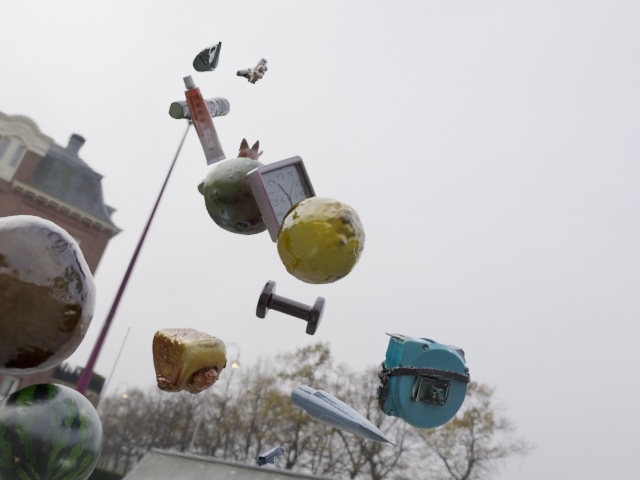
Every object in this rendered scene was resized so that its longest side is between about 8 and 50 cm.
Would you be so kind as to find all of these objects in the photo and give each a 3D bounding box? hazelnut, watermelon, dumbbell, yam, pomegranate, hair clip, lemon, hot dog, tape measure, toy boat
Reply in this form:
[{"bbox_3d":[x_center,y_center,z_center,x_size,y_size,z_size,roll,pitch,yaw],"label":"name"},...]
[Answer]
[{"bbox_3d":[-0.768,0.141,1.581,0.352,0.421,0.421,-23,-28,-6],"label":"hazelnut"},{"bbox_3d":[-0.673,0.488,1.455,0.285,0.285,0.285,12,-26,6],"label":"watermelon"},{"bbox_3d":[-0.101,0.228,2.060,0.225,0.124,0.140,19,-38,3],"label":"dumbbell"},{"bbox_3d":[-0.324,-0.357,1.642,0.061,0.061,0.274,7,16,14],"label":"yam"},{"bbox_3d":[-0.277,-0.181,2.078,0.290,0.323,0.291,-20,-18,-7],"label":"pomegranate"},{"bbox_3d":[-0.171,-0.458,1.637,0.056,0.214,0.062,29,-65,-1],"label":"hair clip"},{"bbox_3d":[0.000,0.000,1.409,0.204,0.204,0.260,23,-31,-18],"label":"lemon"},{"bbox_3d":[-0.339,0.312,1.542,0.150,0.153,0.256,2,0,-35],"label":"hot dog"},{"bbox_3d":[0.148,0.208,0.890,0.146,0.125,0.081,13,-2,-19],"label":"tape measure"},{"bbox_3d":[-0.111,0.502,1.405,0.038,0.038,0.083,-9,3,40],"label":"toy boat"}]

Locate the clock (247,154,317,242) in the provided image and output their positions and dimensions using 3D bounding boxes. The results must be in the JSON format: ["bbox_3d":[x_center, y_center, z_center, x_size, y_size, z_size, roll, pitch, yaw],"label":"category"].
[{"bbox_3d":[-0.085,-0.109,1.572,0.150,0.197,0.063,-22,2,-33],"label":"clock"}]

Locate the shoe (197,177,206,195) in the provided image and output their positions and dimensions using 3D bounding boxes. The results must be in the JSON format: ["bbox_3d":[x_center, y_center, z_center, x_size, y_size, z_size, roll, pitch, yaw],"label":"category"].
[{"bbox_3d":[-0.374,-0.248,2.358,0.227,0.126,0.099,-12,-39,-17],"label":"shoe"}]

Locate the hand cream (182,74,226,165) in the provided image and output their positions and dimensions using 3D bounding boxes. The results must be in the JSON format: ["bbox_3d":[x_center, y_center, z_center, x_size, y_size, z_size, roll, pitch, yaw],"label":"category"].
[{"bbox_3d":[-0.288,-0.291,1.463,0.052,0.216,0.038,-21,13,-11],"label":"hand cream"}]

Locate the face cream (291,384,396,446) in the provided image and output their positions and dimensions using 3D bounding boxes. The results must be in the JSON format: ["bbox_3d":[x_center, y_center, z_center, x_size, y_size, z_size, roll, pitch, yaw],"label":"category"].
[{"bbox_3d":[0.048,0.504,1.759,0.135,0.086,0.385,40,-18,-33],"label":"face cream"}]

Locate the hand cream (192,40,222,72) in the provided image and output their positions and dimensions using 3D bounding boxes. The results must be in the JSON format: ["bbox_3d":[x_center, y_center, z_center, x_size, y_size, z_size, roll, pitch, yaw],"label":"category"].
[{"bbox_3d":[-0.340,-0.539,1.808,0.052,0.075,0.248,-8,12,-20],"label":"hand cream"}]
